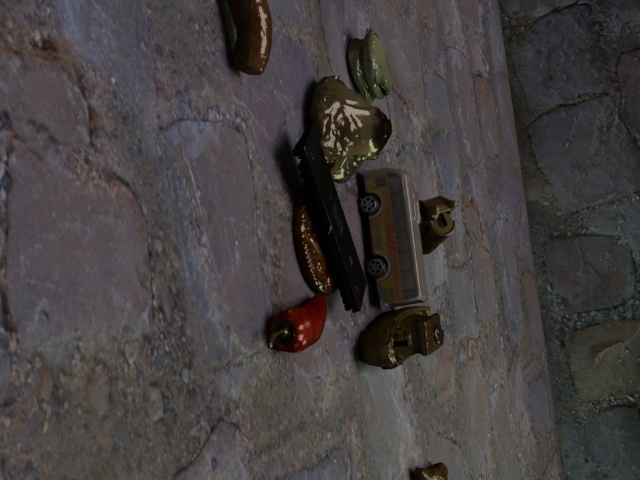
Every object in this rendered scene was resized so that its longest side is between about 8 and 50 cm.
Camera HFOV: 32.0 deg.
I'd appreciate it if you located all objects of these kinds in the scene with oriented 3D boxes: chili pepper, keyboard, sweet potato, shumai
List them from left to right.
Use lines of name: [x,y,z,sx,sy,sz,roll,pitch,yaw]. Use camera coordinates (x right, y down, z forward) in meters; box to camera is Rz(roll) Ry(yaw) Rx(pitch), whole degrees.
sweet potato: [-0.107,-0.440,1.651,0.109,0.109,0.385,26,63,-66]
chili pepper: [-0.028,0.127,1.686,0.272,0.063,0.071,-25,118,-72]
keyboard: [0.017,-0.031,1.837,0.106,0.027,0.317,-70,146,-58]
shumai: [0.060,-0.196,1.970,0.201,0.120,0.201,-6,90,-72]
sweet potato: [0.230,0.478,2.244,0.182,0.054,0.053,19,73,-70]

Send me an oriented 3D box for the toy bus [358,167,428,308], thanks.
toy bus: [0.141,-0.007,2.126,0.092,0.106,0.268,22,60,-70]

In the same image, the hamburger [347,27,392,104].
hamburger: [0.101,-0.345,2.225,0.140,0.062,0.133,55,31,-46]

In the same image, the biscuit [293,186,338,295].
biscuit: [0.001,0.000,1.860,0.188,0.027,0.188,-10,90,-70]

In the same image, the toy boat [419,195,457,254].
toy boat: [0.207,-0.021,2.221,0.088,0.068,0.226,65,-26,14]

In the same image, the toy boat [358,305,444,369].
toy boat: [0.163,0.181,2.091,0.321,0.121,0.089,-19,105,-70]
